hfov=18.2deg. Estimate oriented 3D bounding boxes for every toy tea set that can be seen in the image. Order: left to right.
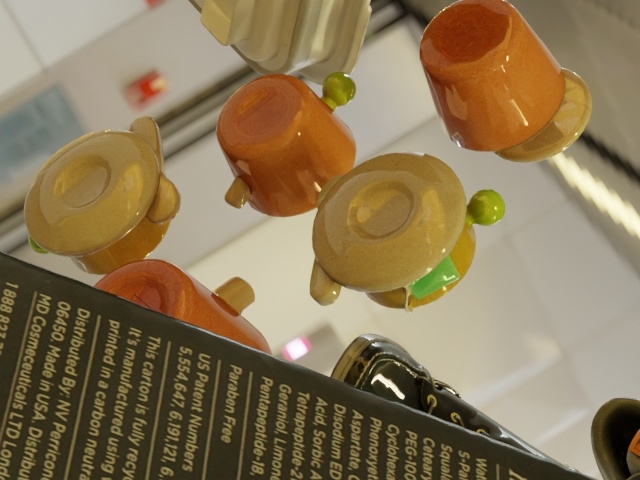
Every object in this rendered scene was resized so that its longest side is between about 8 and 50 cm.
[{"bbox_3d":[0.000,0.000,1.121,0.124,0.336,0.200,55,19,-48],"label":"toy tea set"}]

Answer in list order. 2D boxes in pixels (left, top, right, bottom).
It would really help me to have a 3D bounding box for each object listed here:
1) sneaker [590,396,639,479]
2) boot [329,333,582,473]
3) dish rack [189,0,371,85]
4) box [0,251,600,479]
[{"bbox_3d":[0.240,0.168,1.203,0.108,0.100,0.271,48,-7,-21],"label":"sneaker"},{"bbox_3d":[0.118,0.164,1.575,0.178,0.085,0.236,24,-15,34],"label":"boot"},{"bbox_3d":[-0.065,-0.269,1.170,0.285,0.072,0.333,49,-34,27],"label":"dish rack"},{"bbox_3d":[-0.051,0.224,0.888,0.395,0.293,0.212,21,40,-14],"label":"box"}]
